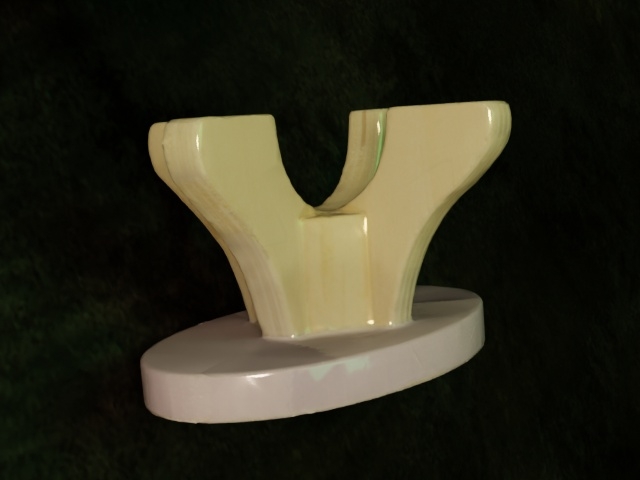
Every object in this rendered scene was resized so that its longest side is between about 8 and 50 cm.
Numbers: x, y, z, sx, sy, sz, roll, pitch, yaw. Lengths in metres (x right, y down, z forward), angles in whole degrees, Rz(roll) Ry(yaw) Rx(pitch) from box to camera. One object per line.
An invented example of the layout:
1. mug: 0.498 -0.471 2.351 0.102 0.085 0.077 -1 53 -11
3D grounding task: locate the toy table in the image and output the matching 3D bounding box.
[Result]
1. toy table: 0.000 0.000 0.763 0.274 0.252 0.161 -18 105 -67
